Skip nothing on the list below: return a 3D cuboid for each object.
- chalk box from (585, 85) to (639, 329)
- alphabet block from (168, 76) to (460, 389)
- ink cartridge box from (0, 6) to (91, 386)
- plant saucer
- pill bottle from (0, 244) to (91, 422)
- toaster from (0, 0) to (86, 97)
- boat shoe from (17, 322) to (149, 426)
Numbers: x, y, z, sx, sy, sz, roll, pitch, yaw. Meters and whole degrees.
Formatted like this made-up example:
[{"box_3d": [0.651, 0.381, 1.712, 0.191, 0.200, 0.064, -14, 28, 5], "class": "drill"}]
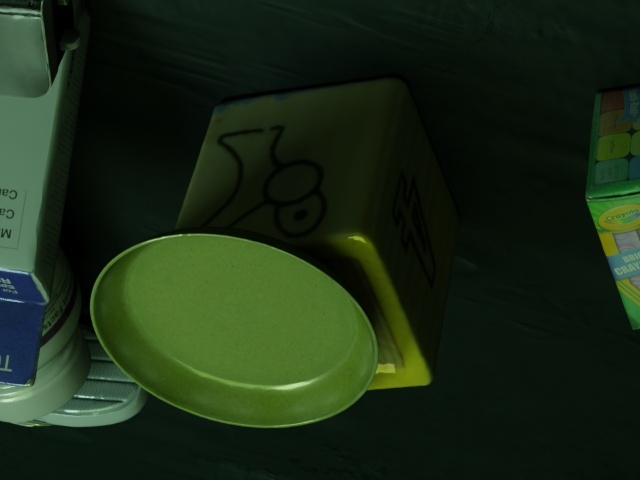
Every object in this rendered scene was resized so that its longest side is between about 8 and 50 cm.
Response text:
[{"box_3d": [0.296, -0.048, 1.469, 0.132, 0.132, 0.213, -7, 132, 23], "class": "chalk box"}, {"box_3d": [0.000, 0.000, 1.554, 0.192, 0.197, 0.193, -7, 134, 23], "class": "alphabet block"}, {"box_3d": [-0.378, -0.058, 1.522, 0.324, 0.330, 0.071, 6, 170, 9], "class": "ink cartridge box"}, {"box_3d": [-0.068, 0.066, 1.469, 0.241, 0.037, 0.241, 7, 138, 7], "class": "plant saucer"}, {"box_3d": [-0.328, 0.032, 1.703, 0.169, 0.169, 0.301, -3, 135, 18], "class": "pill bottle"}, {"box_3d": [-0.274, -0.209, 1.428, 0.185, 0.168, 0.110, 5, 138, 9], "class": "toaster"}, {"box_3d": [-0.311, 0.143, 1.882, 0.302, 0.109, 0.094, 8, 154, 21], "class": "boat shoe"}]
